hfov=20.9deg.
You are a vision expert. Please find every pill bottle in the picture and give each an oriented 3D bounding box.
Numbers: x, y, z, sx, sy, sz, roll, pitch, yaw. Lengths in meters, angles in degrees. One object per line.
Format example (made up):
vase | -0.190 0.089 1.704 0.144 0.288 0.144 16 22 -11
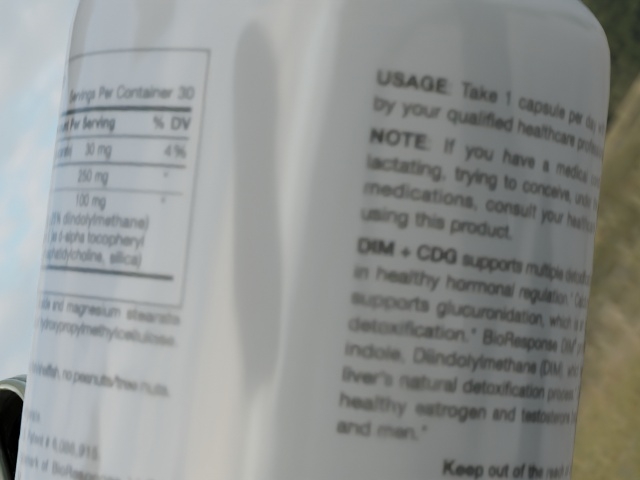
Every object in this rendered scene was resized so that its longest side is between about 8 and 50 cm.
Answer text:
pill bottle | 0.000 0.000 0.510 0.160 0.160 0.283 27 -110 -84

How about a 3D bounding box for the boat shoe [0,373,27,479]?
boat shoe | -0.128 0.212 1.045 0.113 0.302 0.103 -38 -31 7
